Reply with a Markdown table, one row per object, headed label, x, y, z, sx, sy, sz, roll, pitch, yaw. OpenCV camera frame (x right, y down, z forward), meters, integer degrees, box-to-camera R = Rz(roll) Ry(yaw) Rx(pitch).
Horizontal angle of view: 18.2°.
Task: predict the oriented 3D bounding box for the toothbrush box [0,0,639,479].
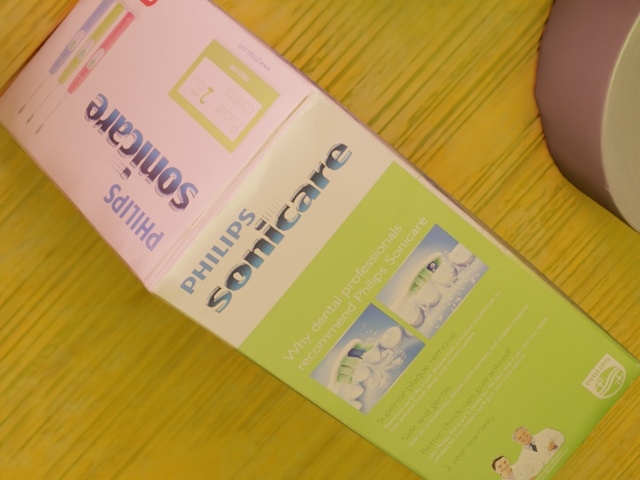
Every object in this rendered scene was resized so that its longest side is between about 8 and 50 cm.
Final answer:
| label | x | y | z | sx | sy | sz | roll | pitch | yaw |
| --- | --- | --- | --- | --- | --- | --- | --- | --- | --- |
| toothbrush box | 0.000 | 0.000 | 1.011 | 0.283 | 0.206 | 0.122 | 36 | 95 | -39 |

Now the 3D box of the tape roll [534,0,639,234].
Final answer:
| label | x | y | z | sx | sy | sz | roll | pitch | yaw |
| --- | --- | --- | --- | --- | --- | --- | --- | --- | --- |
| tape roll | 0.237 | -0.105 | 1.185 | 0.219 | 0.072 | 0.219 | -14 | 123 | -23 |
